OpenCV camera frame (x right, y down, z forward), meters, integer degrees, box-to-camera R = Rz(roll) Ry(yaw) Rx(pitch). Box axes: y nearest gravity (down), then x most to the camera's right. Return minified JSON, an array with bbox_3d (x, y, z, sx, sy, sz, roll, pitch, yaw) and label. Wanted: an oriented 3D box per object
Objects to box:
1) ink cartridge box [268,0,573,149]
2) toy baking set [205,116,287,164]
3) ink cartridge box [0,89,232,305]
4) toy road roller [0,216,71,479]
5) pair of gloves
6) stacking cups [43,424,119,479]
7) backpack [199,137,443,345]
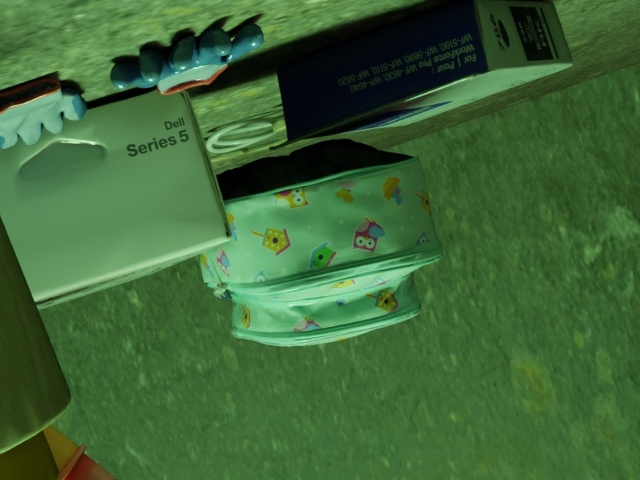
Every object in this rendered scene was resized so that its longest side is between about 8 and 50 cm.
[{"bbox_3d":[0.079,-0.132,1.479,0.165,0.065,0.333,-18,-179,19],"label":"ink cartridge box"},{"bbox_3d":[-0.001,-0.121,1.800,0.256,0.030,0.197,-20,176,41],"label":"toy baking set"},{"bbox_3d":[-0.200,-0.011,1.376,0.198,0.114,0.273,-18,179,-18],"label":"ink cartridge box"},{"bbox_3d":[-0.272,0.045,1.062,0.329,0.202,0.240,-13,-166,25],"label":"toy road roller"},{"bbox_3d":[-0.129,-0.088,1.156,0.198,0.023,0.159,-19,179,-5],"label":"pair of gloves"},{"bbox_3d":[-0.255,0.112,1.262,0.096,0.316,0.096,-49,-176,4],"label":"stacking cups"},{"bbox_3d":[0.000,0.000,1.374,0.166,0.144,0.188,-11,177,-14],"label":"backpack"}]
